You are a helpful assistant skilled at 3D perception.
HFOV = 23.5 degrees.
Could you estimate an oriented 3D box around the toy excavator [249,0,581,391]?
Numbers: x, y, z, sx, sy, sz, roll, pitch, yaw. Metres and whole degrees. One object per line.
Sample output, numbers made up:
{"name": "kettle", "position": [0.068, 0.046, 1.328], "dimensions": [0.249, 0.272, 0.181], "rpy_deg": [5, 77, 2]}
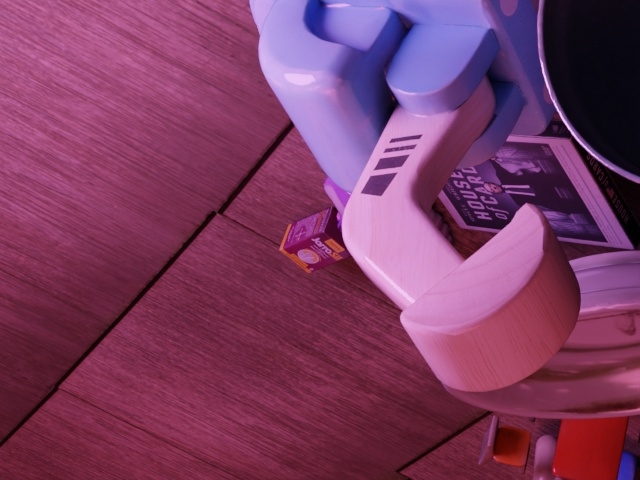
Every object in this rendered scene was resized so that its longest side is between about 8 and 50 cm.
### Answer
{"name": "toy excavator", "position": [0.078, -0.101, 1.280], "dimensions": [0.433, 0.445, 0.222], "rpy_deg": [11, 149, 38]}

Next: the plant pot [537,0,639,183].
{"name": "plant pot", "position": [0.339, -0.160, 1.162], "dimensions": [0.293, 0.293, 0.196], "rpy_deg": [-10, 164, 36]}

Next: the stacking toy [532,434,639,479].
{"name": "stacking toy", "position": [0.454, 0.349, 2.089], "dimensions": [0.330, 0.141, 0.141], "rpy_deg": [5, 144, 8]}

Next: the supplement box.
{"name": "supplement box", "position": [0.000, 0.000, 1.873], "dimensions": [0.055, 0.043, 0.083], "rpy_deg": [39, 140, -25]}

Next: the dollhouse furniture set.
{"name": "dollhouse furniture set", "position": [0.332, 0.285, 1.924], "dimensions": [0.262, 0.259, 0.135], "rpy_deg": [13, 155, 6]}

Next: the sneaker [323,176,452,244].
{"name": "sneaker", "position": [0.076, -0.014, 1.786], "dimensions": [0.104, 0.095, 0.236], "rpy_deg": [2, 138, 34]}

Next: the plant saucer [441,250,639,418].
{"name": "plant saucer", "position": [0.326, 0.095, 1.682], "dimensions": [0.400, 0.101, 0.400], "rpy_deg": [-3, 157, -1]}

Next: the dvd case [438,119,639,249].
{"name": "dvd case", "position": [0.208, -0.066, 1.641], "dimensions": [0.238, 0.029, 0.179], "rpy_deg": [7, 147, 43]}
